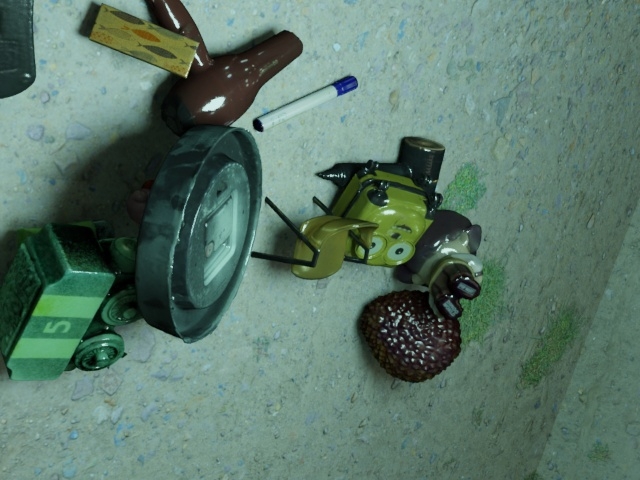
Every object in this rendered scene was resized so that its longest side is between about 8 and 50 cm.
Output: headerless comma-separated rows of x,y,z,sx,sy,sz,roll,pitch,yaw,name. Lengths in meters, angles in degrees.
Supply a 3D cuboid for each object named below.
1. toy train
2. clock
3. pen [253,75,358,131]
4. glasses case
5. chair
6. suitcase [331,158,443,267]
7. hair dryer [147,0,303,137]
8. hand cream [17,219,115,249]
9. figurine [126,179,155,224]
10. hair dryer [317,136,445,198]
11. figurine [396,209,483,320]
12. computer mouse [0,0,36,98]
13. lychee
-0.429,0.106,1.448,0.238,0.167,0.299,9,124,-44,toy train
-0.205,-0.016,1.472,0.386,0.076,0.386,13,90,-77,clock
-0.028,-0.286,1.764,0.269,0.033,0.033,-31,130,-31,pen
-0.293,-0.331,1.404,0.169,0.041,0.065,20,88,-13,glasses case
0.000,0.000,1.784,0.158,0.247,0.172,-2,113,-44,chair
0.139,-0.046,1.889,0.193,0.143,0.235,11,128,-32,suitcase
-0.204,-0.381,1.504,0.312,0.123,0.340,-45,125,-24,hair dryer
-0.450,0.004,1.489,0.175,0.046,0.095,-12,128,-36,hand cream
-0.324,-0.061,1.561,0.066,0.071,0.083,-11,118,7,figurine
0.131,-0.138,1.970,0.352,0.107,0.189,-5,116,-35,hair dryer
0.319,0.062,2.056,0.206,0.365,0.218,14,113,-23,figurine
-0.492,-0.340,1.232,0.137,0.086,0.270,-11,127,-32,computer mouse
0.221,0.234,2.147,0.271,0.271,0.271,-22,125,-36,lychee
